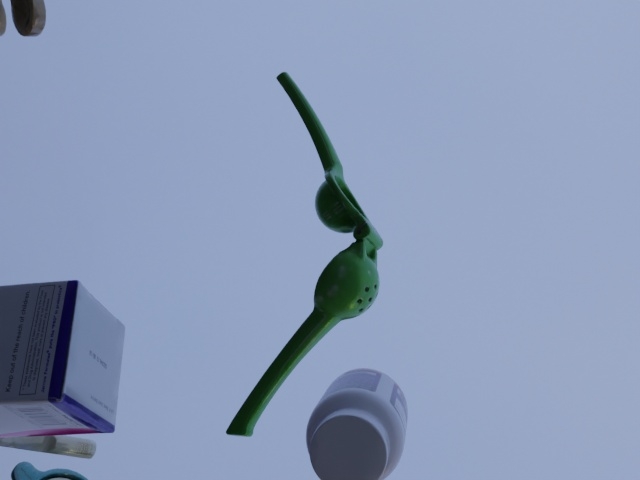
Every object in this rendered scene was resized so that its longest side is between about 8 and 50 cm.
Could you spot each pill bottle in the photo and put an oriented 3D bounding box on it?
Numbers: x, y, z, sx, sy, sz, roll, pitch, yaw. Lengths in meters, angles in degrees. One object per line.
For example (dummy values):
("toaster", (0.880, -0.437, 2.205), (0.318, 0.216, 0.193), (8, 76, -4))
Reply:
("pill bottle", (0.042, 0.212, 0.836), (0.108, 0.193, 0.108), (0, -90, 9))

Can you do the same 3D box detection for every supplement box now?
("supplement box", (-0.306, 0.114, 0.674), (0.220, 0.111, 0.114), (-5, -119, 7))

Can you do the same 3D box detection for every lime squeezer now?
("lime squeezer", (0.000, 0.000, 0.591), (0.110, 0.059, 0.310), (-10, -113, 42))

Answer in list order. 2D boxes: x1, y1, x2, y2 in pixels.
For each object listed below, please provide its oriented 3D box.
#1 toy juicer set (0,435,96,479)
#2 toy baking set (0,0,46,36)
("toy juicer set", (-0.337, 0.382, 1.052), (0.089, 0.209, 0.329), (-35, -110, 28))
("toy baking set", (-0.238, -0.201, 0.479), (0.256, 0.030, 0.196), (-18, -95, 46))
